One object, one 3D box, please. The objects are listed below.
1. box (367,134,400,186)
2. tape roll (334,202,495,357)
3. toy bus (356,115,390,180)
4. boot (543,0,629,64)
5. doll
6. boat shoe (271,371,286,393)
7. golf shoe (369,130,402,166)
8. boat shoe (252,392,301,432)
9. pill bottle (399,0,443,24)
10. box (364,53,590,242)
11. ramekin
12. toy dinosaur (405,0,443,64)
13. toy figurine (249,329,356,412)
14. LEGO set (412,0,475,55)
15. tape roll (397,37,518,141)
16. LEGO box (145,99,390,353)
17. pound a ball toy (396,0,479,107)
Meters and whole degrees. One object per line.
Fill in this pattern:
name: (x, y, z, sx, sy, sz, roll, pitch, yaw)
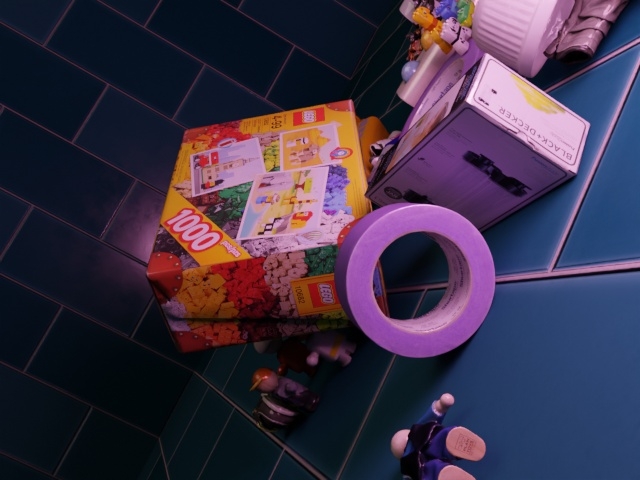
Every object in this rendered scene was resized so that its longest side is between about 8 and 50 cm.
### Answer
box: (0.162, -0.150, 1.529, 0.137, 0.072, 0.126, -62, 11, -11)
tape roll: (0.116, 0.047, 0.883, 0.189, 0.189, 0.080, -61, 9, -1)
toy bus: (0.102, -0.218, 1.812, 0.130, 0.108, 0.332, -25, 26, 29)
boot: (0.385, -0.312, 0.924, 0.246, 0.084, 0.161, -102, 37, -86)
doll: (0.121, 0.229, 0.763, 0.189, 0.046, 0.129, 132, 156, -73)
boat shoe: (-0.121, 0.330, 1.646, 0.056, 0.048, 0.153, -63, 11, -12)
golf shoe: (0.164, -0.221, 1.681, 0.067, 0.086, 0.186, -55, 10, 34)
boat shoe: (-0.092, 0.348, 1.394, 0.228, 0.081, 0.068, 137, 159, -80)
pill bottle: (0.351, -0.729, 1.945, 0.283, 0.161, 0.161, -55, 12, 29)
box: (0.202, -0.105, 0.962, 0.087, 0.169, 0.290, -63, 9, -27)
ramekin: (0.313, -0.362, 1.054, 0.207, 0.109, 0.207, -54, -18, -27)
toy dinosaur: (0.313, -0.540, 1.795, 0.322, 0.164, 0.218, -15, 59, 51)
toy figurine: (-0.039, 0.197, 1.339, 0.213, 0.148, 0.209, -56, 11, 23)
LEGO set: (0.235, -0.439, 1.339, 0.087, 0.093, 0.227, -38, 29, 52)
tape roll: (0.247, -0.235, 1.310, 0.274, 0.090, 0.275, -57, 10, 16)
LEGO box: (-0.088, -0.048, 1.334, 0.500, 0.373, 0.193, -94, -7, -54)
pound a ball toy: (0.288, -0.413, 1.462, 0.319, 0.136, 0.208, -58, 10, 19)
